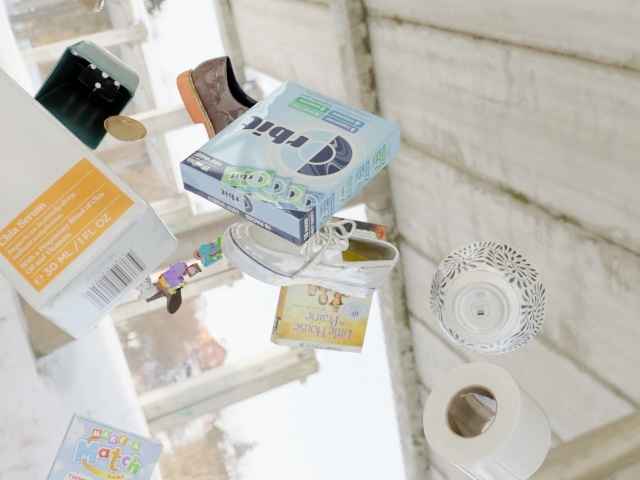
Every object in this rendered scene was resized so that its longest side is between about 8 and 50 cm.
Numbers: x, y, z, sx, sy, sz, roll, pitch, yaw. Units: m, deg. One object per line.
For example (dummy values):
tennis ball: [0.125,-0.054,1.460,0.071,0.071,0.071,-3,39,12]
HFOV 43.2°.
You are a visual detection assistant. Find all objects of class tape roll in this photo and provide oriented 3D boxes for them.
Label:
tape roll: [0.383,0.425,1.860,0.169,0.246,0.246,42,6,-38]

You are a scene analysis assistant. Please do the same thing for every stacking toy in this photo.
stacking toy: [-0.249,0.043,1.577,0.052,0.221,0.167,61,10,4]

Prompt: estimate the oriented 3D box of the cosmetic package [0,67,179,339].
cosmetic package: [-0.474,-0.080,1.309,0.453,0.230,0.161,39,-13,21]

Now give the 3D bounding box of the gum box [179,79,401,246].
gum box: [-0.029,-0.089,0.859,0.157,0.184,0.041,27,-38,25]

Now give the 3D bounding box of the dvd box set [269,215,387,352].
dvd box set: [0.027,0.132,2.516,0.062,0.308,0.420,18,-83,64]

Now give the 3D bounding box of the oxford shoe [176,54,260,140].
oxford shoe: [-0.121,-0.161,1.280,0.271,0.098,0.097,60,18,-15]

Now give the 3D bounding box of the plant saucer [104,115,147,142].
plant saucer: [-0.384,-0.216,1.589,0.083,0.084,0.015,58,-42,39]

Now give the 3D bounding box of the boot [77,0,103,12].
boot: [-0.583,-0.709,1.948,0.236,0.089,0.269,67,-23,1]

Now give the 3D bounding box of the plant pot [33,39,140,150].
plant pot: [-0.508,-0.345,1.808,0.166,0.165,0.234,35,19,-17]

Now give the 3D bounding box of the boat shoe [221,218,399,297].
boat shoe: [0.004,0.007,1.485,0.156,0.367,0.135,-50,-139,31]

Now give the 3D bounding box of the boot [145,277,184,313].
boot: [-0.380,0.137,1.912,0.037,0.114,0.106,52,37,-38]

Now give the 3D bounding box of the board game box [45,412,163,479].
board game box: [-0.379,0.416,1.355,0.211,0.160,0.039,-69,-164,-9]

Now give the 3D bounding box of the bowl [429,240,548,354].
bowl: [0.231,0.089,1.139,0.080,0.170,0.170,-26,99,-70]
